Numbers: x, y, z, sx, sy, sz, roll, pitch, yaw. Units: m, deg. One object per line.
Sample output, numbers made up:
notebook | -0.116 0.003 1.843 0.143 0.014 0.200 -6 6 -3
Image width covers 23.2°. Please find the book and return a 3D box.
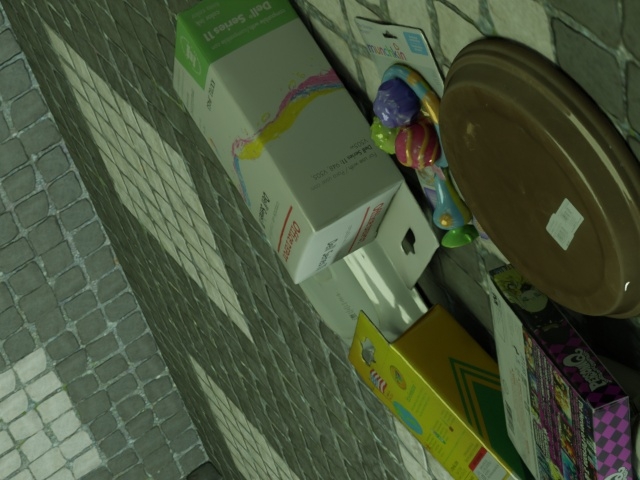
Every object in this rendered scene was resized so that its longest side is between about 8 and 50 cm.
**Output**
book | 0.306 0.183 1.477 0.144 0.035 0.096 62 169 -23

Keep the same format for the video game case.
video game case | 0.227 0.167 1.467 0.210 0.042 0.232 -123 16 -50

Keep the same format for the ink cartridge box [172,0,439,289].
ink cartridge box | -0.024 -0.089 1.701 0.353 0.119 0.207 57 165 12

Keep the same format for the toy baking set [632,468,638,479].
toy baking set | 0.265 0.185 1.522 0.256 0.030 0.197 59 174 4

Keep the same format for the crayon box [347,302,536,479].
crayon box | 0.168 0.201 1.790 0.318 0.081 0.202 47 163 12

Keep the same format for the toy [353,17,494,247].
toy | 0.090 -0.094 1.509 0.137 0.056 0.237 24 145 60

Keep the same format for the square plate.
square plate | 0.000 0.000 1.994 0.344 0.049 0.347 57 165 -2

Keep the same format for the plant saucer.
plant saucer | 0.189 -0.043 1.333 0.278 0.041 0.278 48 161 23

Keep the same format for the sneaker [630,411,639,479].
sneaker | 0.349 0.237 1.342 0.228 0.087 0.092 52 166 11
